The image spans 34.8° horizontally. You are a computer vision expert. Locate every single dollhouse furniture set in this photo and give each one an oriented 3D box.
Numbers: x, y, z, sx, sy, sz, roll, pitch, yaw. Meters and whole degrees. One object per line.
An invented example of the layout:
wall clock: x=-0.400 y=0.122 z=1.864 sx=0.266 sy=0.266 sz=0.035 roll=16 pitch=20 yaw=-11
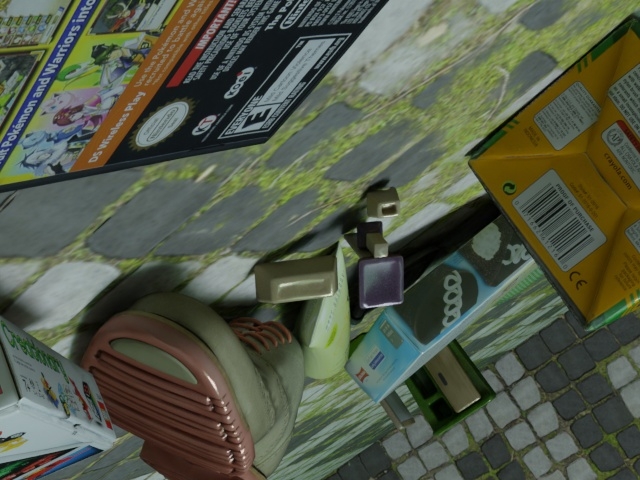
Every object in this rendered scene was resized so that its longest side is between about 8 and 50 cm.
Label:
dollhouse furniture set: x=0.000 y=0.000 z=0.810 sx=0.114 sy=0.090 sz=0.081 roll=-7 pitch=-159 yaw=-11
dollhouse furniture set: x=0.212 y=0.117 z=1.325 sx=0.302 sy=0.151 sz=0.197 roll=-37 pitch=164 yaw=15

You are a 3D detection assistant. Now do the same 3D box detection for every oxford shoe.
oxford shoe: x=-0.088 y=0.110 z=0.825 sx=0.146 sy=0.141 sz=0.397 roll=-61 pitch=169 yaw=-22

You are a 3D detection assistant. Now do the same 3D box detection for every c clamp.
c clamp: x=0.063 y=0.058 z=1.090 sx=0.137 sy=0.022 sz=0.160 roll=-25 pitch=164 yaw=-25

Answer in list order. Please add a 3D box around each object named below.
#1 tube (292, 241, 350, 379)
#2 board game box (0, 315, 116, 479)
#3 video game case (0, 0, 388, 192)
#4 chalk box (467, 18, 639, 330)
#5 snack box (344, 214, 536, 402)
tube: x=0.002 y=0.081 z=0.955 sx=0.062 sy=0.070 sz=0.240 roll=-24 pitch=163 yaw=-9
board game box: x=-0.272 y=0.133 z=0.517 sx=0.305 sy=0.053 sz=0.193 roll=-23 pitch=165 yaw=-6
video game case: x=-0.044 y=-0.108 z=0.334 sx=0.248 sy=0.035 sz=0.275 roll=-17 pitch=159 yaw=-46
chalk box: x=0.298 y=-0.060 z=0.897 sx=0.179 sy=0.180 sz=0.289 roll=-41 pitch=164 yaw=30
snack box: x=0.176 y=0.031 z=1.071 sx=0.322 sy=0.060 sz=0.187 roll=-37 pitch=168 yaw=-23
